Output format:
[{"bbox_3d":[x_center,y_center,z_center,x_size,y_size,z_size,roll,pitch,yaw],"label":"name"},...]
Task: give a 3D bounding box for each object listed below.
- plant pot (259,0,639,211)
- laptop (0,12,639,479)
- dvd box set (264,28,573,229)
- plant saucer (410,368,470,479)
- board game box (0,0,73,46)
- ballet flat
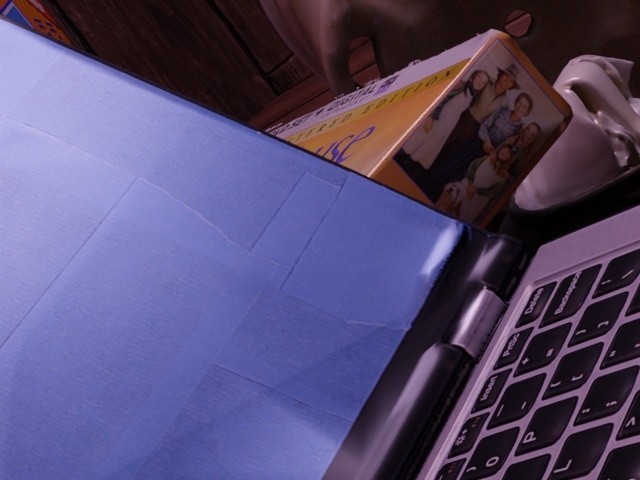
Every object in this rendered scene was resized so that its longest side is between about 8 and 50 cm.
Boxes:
[{"bbox_3d":[0.109,-0.178,1.019,0.334,0.334,0.305,-34,20,13],"label":"plant pot"},{"bbox_3d":[-0.041,0.043,0.419,0.408,0.236,0.382,-26,24,48],"label":"laptop"},{"bbox_3d":[-0.098,0.089,0.742,0.420,0.062,0.307,-48,15,-26],"label":"dvd box set"},{"bbox_3d":[0.071,0.085,0.595,0.198,0.036,0.198,-36,9,6],"label":"plant saucer"},{"bbox_3d":[-0.325,0.034,1.298,0.356,0.356,0.356,-34,9,13],"label":"board game box"},{"bbox_3d":[0.169,-0.059,0.761,0.280,0.096,0.095,-32,12,27],"label":"ballet flat"}]
